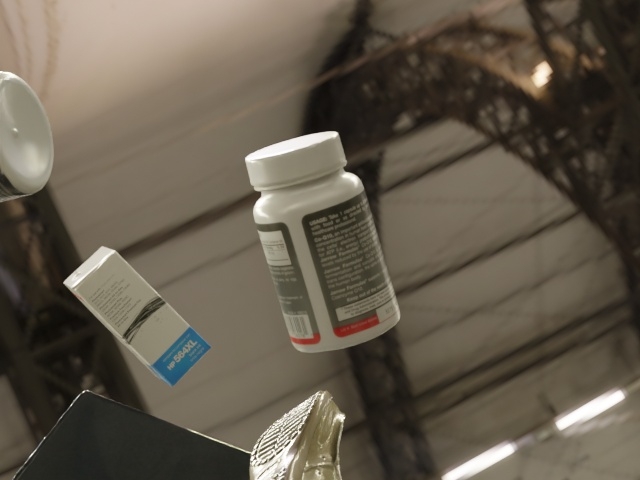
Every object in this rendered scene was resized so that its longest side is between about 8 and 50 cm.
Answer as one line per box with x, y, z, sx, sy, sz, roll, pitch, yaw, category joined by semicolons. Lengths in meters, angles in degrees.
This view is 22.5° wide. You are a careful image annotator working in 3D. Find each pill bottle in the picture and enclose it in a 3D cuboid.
0.000;0.000;2.260;0.161;0.283;0.161;-16;11;3;pill bottle
-0.413;-0.086;1.674;0.246;0.130;0.130;-12;-19;21;pill bottle

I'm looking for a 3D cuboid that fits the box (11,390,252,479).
-0.169;0.523;2.261;0.297;0.480;0.471;-56;-29;-33;box

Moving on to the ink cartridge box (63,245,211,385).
-0.270;0.108;2.355;0.086;0.203;0.148;-45;12;-9;ink cartridge box

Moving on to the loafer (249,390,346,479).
-0.021;0.262;1.756;0.102;0.092;0.268;-36;14;26;loafer
